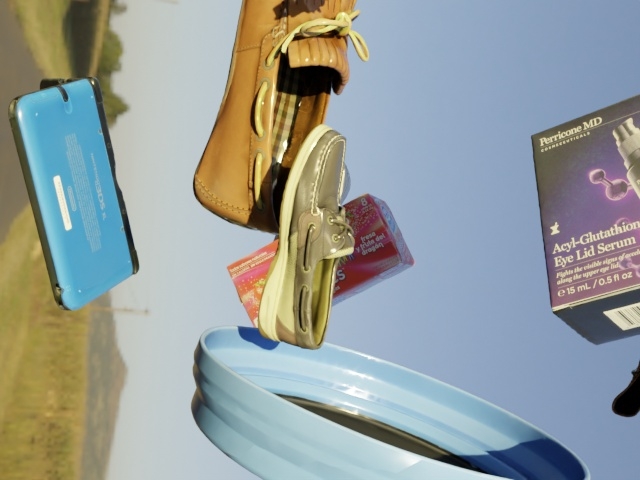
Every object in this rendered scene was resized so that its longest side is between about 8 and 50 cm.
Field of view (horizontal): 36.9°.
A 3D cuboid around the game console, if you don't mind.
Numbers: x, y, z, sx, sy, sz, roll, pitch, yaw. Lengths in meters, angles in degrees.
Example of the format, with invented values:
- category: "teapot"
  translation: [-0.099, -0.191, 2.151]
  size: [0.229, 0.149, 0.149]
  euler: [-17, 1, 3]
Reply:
- category: "game console"
  translation: [-0.377, -0.074, 1.360]
  size: [0.250, 0.173, 0.293]
  euler: [-39, 122, -60]

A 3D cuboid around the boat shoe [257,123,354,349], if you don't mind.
- category: "boat shoe"
  translation: [-0.001, 0.001, 0.943]
  size: [0.080, 0.073, 0.223]
  euler: [-11, 117, -65]

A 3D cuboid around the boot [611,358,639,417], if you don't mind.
- category: "boot"
  translation: [0.534, 0.121, 1.454]
  size: [0.096, 0.280, 0.264]
  euler: [34, -70, 28]

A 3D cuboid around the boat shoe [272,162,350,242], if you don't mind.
- category: "boat shoe"
  translation: [-0.020, -0.036, 1.678]
  size: [0.267, 0.096, 0.088]
  euler: [-60, 163, -19]

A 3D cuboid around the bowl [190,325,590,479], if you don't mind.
- category: "bowl"
  translation: [0.058, 0.184, 0.924]
  size: [0.391, 0.391, 0.077]
  euler: [-151, -101, -73]

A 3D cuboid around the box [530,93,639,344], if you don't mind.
- category: "box"
  translation: [0.303, -0.023, 0.932]
  size: [0.153, 0.108, 0.207]
  euler: [-21, -126, 31]

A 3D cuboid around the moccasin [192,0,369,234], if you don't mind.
- category: "moccasin"
  translation: [-0.021, -0.194, 1.024]
  size: [0.147, 0.139, 0.380]
  euler: [18, -94, 36]

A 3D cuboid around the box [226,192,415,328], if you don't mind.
- category: "box"
  translation: [0.003, 0.039, 1.497]
  size: [0.122, 0.257, 0.128]
  euler: [65, 13, 10]
